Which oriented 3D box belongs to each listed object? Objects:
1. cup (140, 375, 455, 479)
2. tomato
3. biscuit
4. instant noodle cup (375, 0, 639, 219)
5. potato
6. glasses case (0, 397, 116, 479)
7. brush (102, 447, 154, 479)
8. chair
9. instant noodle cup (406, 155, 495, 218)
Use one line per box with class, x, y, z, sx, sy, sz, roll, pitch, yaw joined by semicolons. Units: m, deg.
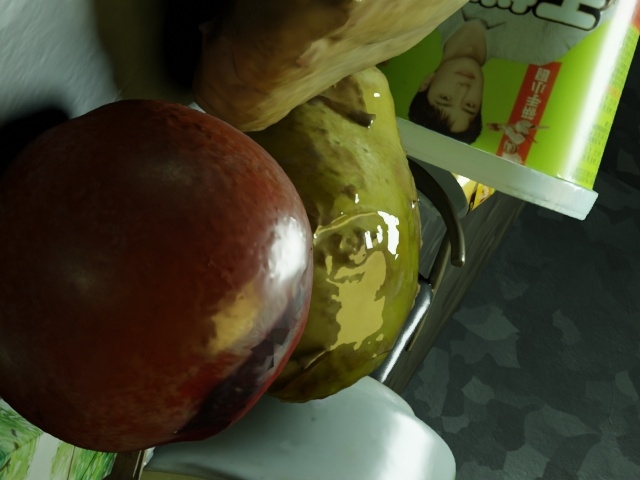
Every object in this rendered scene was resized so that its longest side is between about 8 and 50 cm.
cup;-0.015;0.210;1.456;0.347;0.347;0.163;95;15;-66
tomato;-0.100;0.026;0.920;0.208;0.184;0.208;-59;169;-18
biscuit;0.100;-0.223;1.080;0.429;0.104;0.446;-36;-177;31
instant noodle cup;0.184;-0.208;1.495;0.294;0.294;0.308;-6;118;-77
potato;0.000;0.000;1.310;0.300;0.196;0.246;-54;169;-38
glasses case;-0.208;0.146;1.069;0.095;0.062;0.272;-69;168;14
brush;-0.136;0.082;1.218;0.065;0.070;0.327;-47;162;-45
chair;0.018;0.051;1.558;0.166;0.188;0.272;-54;171;-37
instant noodle cup;0.174;-0.108;1.993;0.122;0.151;0.151;-42;162;-25
